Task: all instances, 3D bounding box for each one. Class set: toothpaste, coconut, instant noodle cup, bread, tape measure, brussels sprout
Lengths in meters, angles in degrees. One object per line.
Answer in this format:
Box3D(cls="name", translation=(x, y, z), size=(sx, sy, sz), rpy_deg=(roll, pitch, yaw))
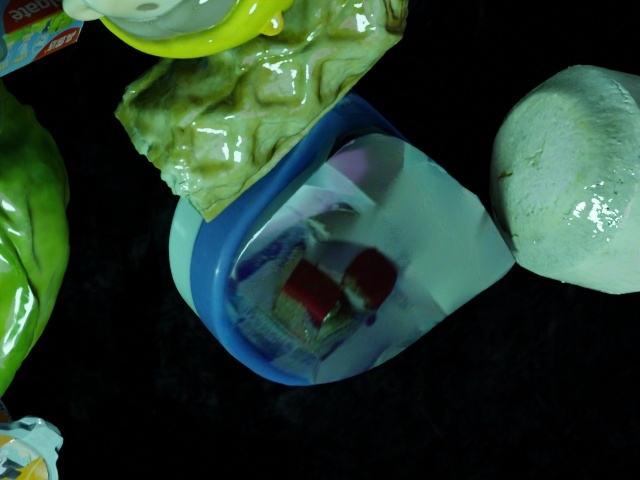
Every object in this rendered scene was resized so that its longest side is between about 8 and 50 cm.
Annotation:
Box3D(cls="toothpaste", translation=(-0.235, -0.144, 1.251), size=(0.193, 0.070, 0.044), rpy_deg=(-40, 158, -57))
Box3D(cls="coconut", translation=(0.284, -0.050, 1.604), size=(0.234, 0.224, 0.224), rpy_deg=(20, 114, -37))
Box3D(cls="instant noodle cup", translation=(-0.334, 0.191, 1.508), size=(0.208, 0.125, 0.177), rpy_deg=(-26, 134, -8))
Box3D(cls="bread", translation=(-0.041, -0.146, 1.381), size=(0.267, 0.152, 0.130), rpy_deg=(-43, 126, 6))
Box3D(cls="tape measure", translation=(0.001, -0.002, 1.533), size=(0.262, 0.138, 0.259), rpy_deg=(-42, 134, 7))
Box3D(cls="brussels sprout", translation=(-0.325, 0.006, 1.302), size=(0.259, 0.227, 0.294), rpy_deg=(12, 95, -28))

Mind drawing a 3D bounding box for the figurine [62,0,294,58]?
Box3D(cls="figurine", translation=(-0.146, -0.230, 1.190), size=(0.215, 0.187, 0.343), rpy_deg=(-31, 160, 36))
